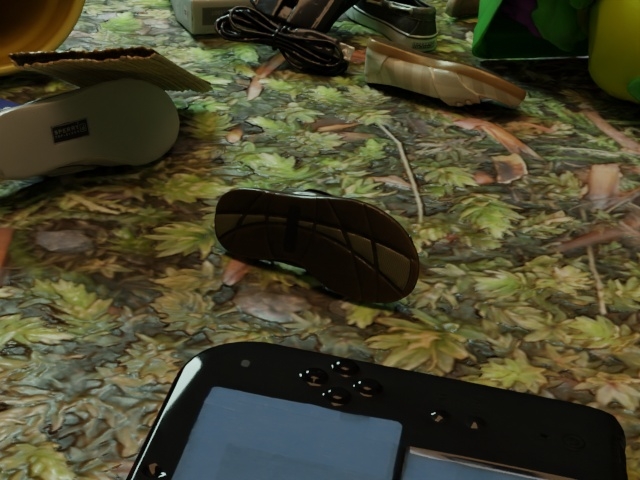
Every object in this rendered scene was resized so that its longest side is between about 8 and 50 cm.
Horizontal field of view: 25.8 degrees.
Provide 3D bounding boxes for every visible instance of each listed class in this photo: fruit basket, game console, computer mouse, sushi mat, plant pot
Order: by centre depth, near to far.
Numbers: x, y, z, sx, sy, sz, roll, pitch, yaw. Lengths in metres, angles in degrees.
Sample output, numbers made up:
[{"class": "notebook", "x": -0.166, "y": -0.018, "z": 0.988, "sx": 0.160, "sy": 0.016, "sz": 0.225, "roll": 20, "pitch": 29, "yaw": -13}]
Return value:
[{"class": "game console", "x": 0.037, "y": 0.195, "z": 0.926, "sx": 0.342, "sy": 0.060, "sz": 0.386, "roll": 7, "pitch": 27, "yaw": 7}, {"class": "sushi mat", "x": -0.221, "y": -0.183, "z": 1.539, "sx": 0.151, "sy": 0.019, "sz": 0.316, "roll": -3, "pitch": 0, "yaw": 6}, {"class": "plant pot", "x": -0.447, "y": -0.338, "z": 1.763, "sx": 0.254, "sy": 0.254, "sz": 0.239, "roll": -9, "pitch": 13, "yaw": -24}, {"class": "fruit basket", "x": 0.403, "y": -0.285, "z": 1.798, "sx": 0.392, "sy": 0.283, "sz": 0.392, "roll": 4, "pitch": 69, "yaw": -10}, {"class": "computer mouse", "x": -0.010, "y": -0.339, "z": 1.888, "sx": 0.188, "sy": 0.072, "sz": 0.272, "roll": 20, "pitch": 43, "yaw": 9}]

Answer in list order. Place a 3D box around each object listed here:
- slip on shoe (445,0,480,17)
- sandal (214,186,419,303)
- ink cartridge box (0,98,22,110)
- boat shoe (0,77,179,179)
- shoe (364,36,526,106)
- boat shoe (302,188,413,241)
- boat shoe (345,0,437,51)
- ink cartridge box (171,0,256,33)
[{"class": "slip on shoe", "x": 0.234, "y": -0.355, "z": 2.072, "sx": 0.041, "sy": 0.051, "sz": 0.135, "roll": 32, "pitch": 30, "yaw": 24}, {"class": "sandal", "x": 0.000, "y": 0.000, "z": 1.312, "sx": 0.219, "sy": 0.090, "sz": 0.060, "roll": 11, "pitch": 5, "yaw": 30}, {"class": "ink cartridge box", "x": -0.401, "y": -0.099, "z": 1.478, "sx": 0.097, "sy": 0.046, "sz": 0.207, "roll": 16, "pitch": 29, "yaw": 21}, {"class": "boat shoe", "x": -0.268, "y": -0.111, "z": 1.477, "sx": 0.088, "sy": 0.096, "sz": 0.267, "roll": 1, "pitch": 16, "yaw": 41}, {"class": "shoe", "x": 0.152, "y": -0.198, "z": 1.744, "sx": 0.219, "sy": 0.058, "sz": 0.076, "roll": 21, "pitch": 11, "yaw": 24}, {"class": "boat shoe", "x": 0.033, "y": -0.015, "z": 1.368, "sx": 0.133, "sy": 0.042, "sz": 0.049, "roll": 21, "pitch": 29, "yaw": 28}, {"class": "boat shoe", "x": 0.103, "y": -0.335, "z": 1.984, "sx": 0.078, "sy": 0.070, "sz": 0.219, "roll": -11, "pitch": 30, "yaw": -27}, {"class": "ink cartridge box", "x": -0.126, "y": -0.354, "z": 2.026, "sx": 0.189, "sy": 0.066, "sz": 0.232, "roll": -6, "pitch": 20, "yaw": -19}]
